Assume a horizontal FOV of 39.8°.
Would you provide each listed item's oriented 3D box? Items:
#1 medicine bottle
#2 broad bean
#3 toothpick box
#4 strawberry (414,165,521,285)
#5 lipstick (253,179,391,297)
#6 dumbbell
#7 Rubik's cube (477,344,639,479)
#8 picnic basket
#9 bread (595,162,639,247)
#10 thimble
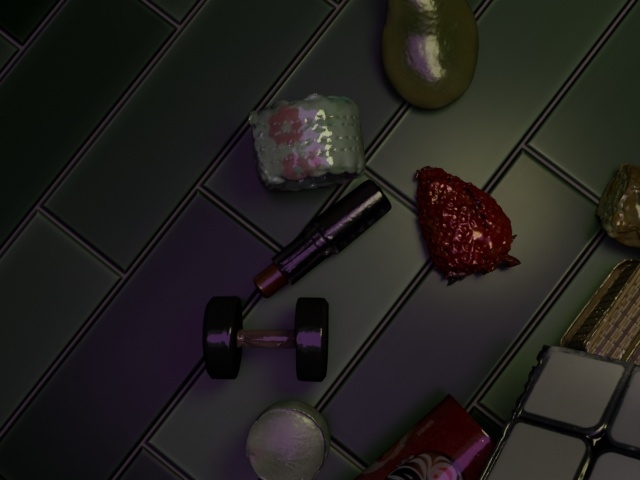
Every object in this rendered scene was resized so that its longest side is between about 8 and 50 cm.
[{"bbox_3d":[-0.056,0.364,1.585,0.147,0.143,0.148,0,86,2],"label":"medicine bottle"},{"bbox_3d":[0.204,-0.380,1.668,0.188,0.121,0.263,-8,100,-4],"label":"broad bean"},{"bbox_3d":[0.169,0.453,1.540,0.333,0.204,0.204,-41,85,-1],"label":"toothpick box"},{"bbox_3d":[0.269,-0.045,1.632,0.174,0.098,0.228,-17,85,0],"label":"strawberry"},{"bbox_3d":[0.000,0.000,1.646,0.299,0.081,0.081,-38,85,-2],"label":"lipstick"},{"bbox_3d":[-0.095,0.176,1.599,0.218,0.152,0.153,1,85,2],"label":"dumbbell"},{"bbox_3d":[0.474,0.394,1.388,0.313,0.318,0.316,9,55,41],"label":"Rubik's cube"},{"bbox_3d":[0.609,0.199,1.550,0.312,0.175,0.228,38,82,5],"label":"picnic basket"},{"bbox_3d":[0.648,-0.028,1.605,0.267,0.130,0.152,25,77,4],"label":"bread"},{"bbox_3d":[-0.029,-0.174,1.605,0.210,0.185,0.150,-6,86,-23],"label":"thimble"}]
